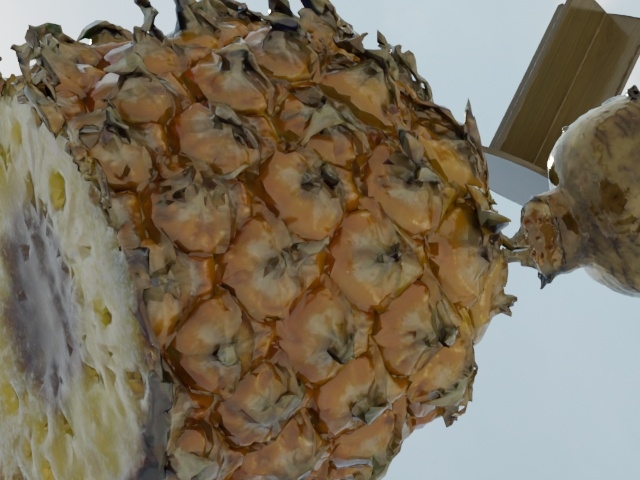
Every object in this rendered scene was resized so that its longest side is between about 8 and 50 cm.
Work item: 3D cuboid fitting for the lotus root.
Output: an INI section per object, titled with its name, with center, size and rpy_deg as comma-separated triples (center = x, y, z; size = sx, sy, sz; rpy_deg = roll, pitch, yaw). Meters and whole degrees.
[lotus root]
center = 0.265, -0.044, 1.464
size = 0.257, 0.140, 0.154
rpy_deg = -24, -94, -19

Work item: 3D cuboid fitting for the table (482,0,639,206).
[table]
center = 0.270, -0.157, 2.150
size = 0.167, 0.167, 0.226
rpy_deg = 33, -102, -33

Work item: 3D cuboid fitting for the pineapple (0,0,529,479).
[pineapple]
center = -0.059, 0.010, 1.153
size = 0.300, 0.352, 0.352
rpy_deg = -22, -100, -35
